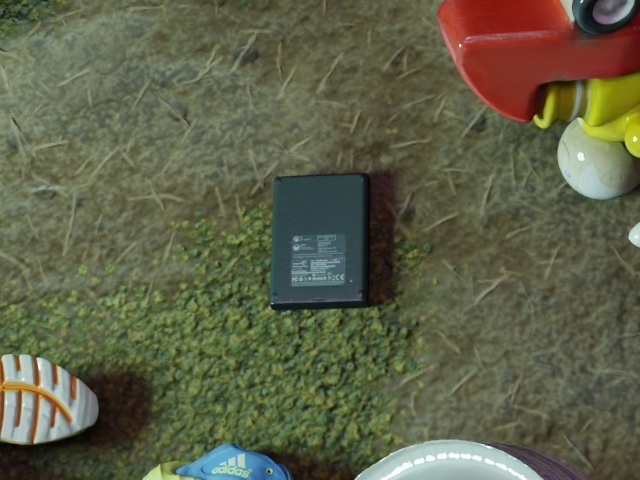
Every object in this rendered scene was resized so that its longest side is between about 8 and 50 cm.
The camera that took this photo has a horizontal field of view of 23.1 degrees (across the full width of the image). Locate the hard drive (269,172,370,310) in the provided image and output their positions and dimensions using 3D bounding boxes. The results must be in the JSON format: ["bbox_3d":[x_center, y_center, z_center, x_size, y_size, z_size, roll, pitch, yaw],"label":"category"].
[{"bbox_3d":[0.000,0.000,1.509,0.094,0.022,0.135,-2,67,8],"label":"hard drive"}]

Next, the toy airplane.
[{"bbox_3d":[0.318,-0.149,1.423,0.384,0.272,0.386,32,39,9],"label":"toy airplane"}]

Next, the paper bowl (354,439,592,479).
[{"bbox_3d":[0.105,0.296,1.217,0.284,0.148,0.284,-10,73,37],"label":"paper bowl"}]

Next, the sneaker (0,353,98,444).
[{"bbox_3d":[-0.312,0.157,1.463,0.215,0.083,0.084,1,67,4],"label":"sneaker"}]

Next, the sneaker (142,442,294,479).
[{"bbox_3d":[-0.059,0.252,1.351,0.126,0.091,0.240,-32,45,-15],"label":"sneaker"}]
